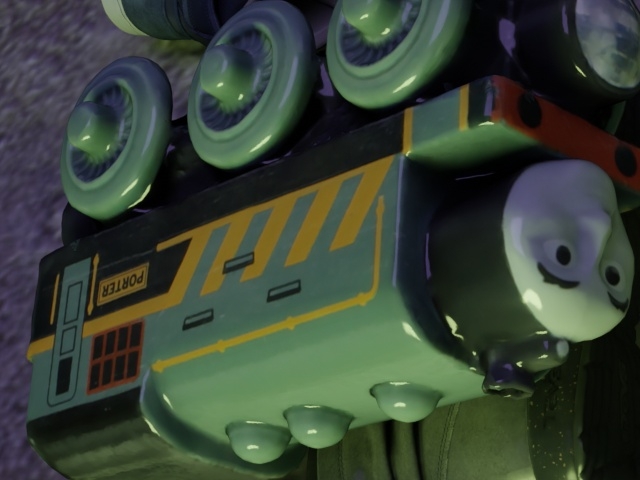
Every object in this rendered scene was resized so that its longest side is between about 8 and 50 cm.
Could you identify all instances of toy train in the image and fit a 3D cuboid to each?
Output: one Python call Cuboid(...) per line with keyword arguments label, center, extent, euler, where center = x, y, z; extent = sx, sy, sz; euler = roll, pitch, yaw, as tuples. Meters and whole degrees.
Cuboid(label="toy train", center=(0.000, 0.000, 0.840), extent=(0.334, 0.142, 0.190), euler=(-18, 59, 43))

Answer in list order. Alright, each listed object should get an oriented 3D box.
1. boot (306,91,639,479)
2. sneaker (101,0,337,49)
Cuboid(label="boot", center=(0.071, 0.020, 0.892), extent=(0.161, 0.083, 0.246), euler=(-10, 53, 35))
Cuboid(label="sneaker", center=(-0.013, -0.200, 1.083), extent=(0.163, 0.086, 0.226), euler=(21, 82, 52))
